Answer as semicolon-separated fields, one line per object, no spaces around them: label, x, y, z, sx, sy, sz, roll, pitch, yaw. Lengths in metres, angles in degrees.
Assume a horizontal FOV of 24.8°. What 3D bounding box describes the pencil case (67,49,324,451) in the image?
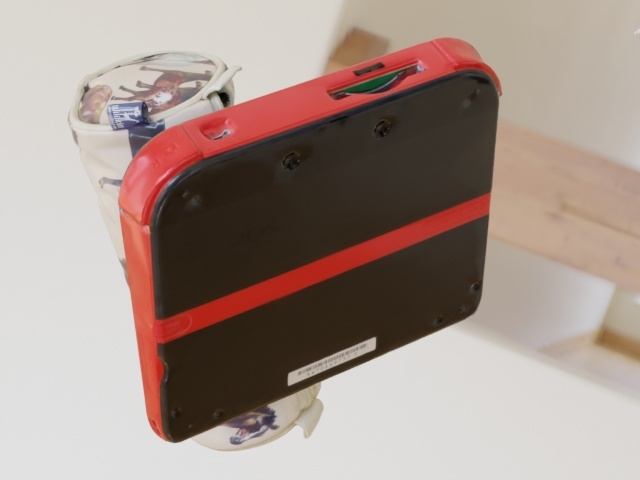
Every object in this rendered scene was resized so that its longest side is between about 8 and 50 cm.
pencil case;-0.116;0.016;1.478;0.183;0.410;0.160;7;34;42

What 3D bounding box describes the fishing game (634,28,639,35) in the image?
fishing game;0.422;-0.154;1.336;0.264;0.189;0.041;-17;21;-3

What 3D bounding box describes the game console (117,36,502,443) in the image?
game console;0.000;0.000;1.377;0.386;0.342;0.060;-21;45;-23
